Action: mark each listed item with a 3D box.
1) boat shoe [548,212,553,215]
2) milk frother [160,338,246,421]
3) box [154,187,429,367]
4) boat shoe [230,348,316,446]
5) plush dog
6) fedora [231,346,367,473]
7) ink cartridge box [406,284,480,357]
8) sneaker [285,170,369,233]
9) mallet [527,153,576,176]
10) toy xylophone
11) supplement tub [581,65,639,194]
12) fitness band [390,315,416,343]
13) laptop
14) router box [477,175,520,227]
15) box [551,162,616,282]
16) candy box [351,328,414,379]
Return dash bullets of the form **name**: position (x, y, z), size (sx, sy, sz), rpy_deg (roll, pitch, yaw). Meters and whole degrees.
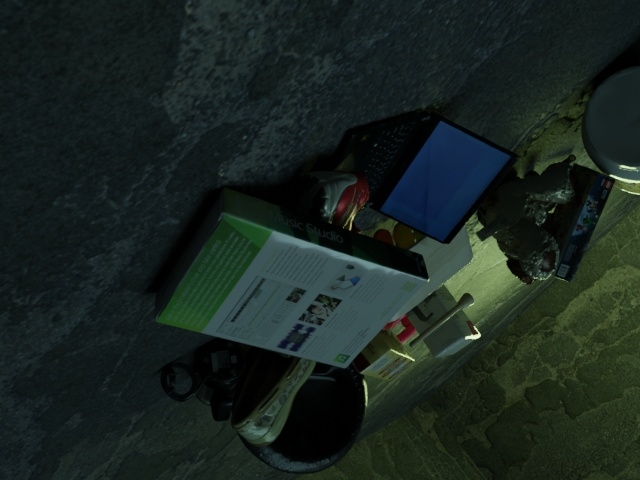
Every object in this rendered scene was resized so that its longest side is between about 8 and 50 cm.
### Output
- **boat shoe**: position (0.650, -0.042, 2.297), size (0.207, 0.073, 0.073), rpy_deg (-21, 157, -40)
- **milk frother**: position (-0.222, 0.260, 1.467), size (0.143, 0.129, 0.134), rpy_deg (13, 145, -7)
- **box**: position (-0.043, 0.066, 1.123), size (0.322, 0.058, 0.232), rpy_deg (18, 130, -27)
- **boat shoe**: position (-0.084, 0.248, 1.520), size (0.089, 0.105, 0.285), rpy_deg (50, 50, -43)
- **plush dog**: position (0.436, -0.034, 1.728), size (0.225, 0.211, 0.262), rpy_deg (51, 55, -62)
- **fedora**: position (-0.066, 0.336, 1.700), size (0.334, 0.334, 0.152), rpy_deg (-25, -170, -32)
- **ink cartridge box**: position (0.265, 0.162, 1.872), size (0.092, 0.218, 0.158), rpy_deg (-38, 161, 17)
- **sneaker**: position (0.000, 0.000, 1.193), size (0.118, 0.107, 0.279), rpy_deg (-12, 151, -30)
- **mallet**: position (0.557, -0.171, 1.916), size (0.190, 0.062, 0.039), rpy_deg (-41, 168, -38)
- **toy xylophone**: position (0.191, 0.067, 1.560), size (0.323, 0.081, 0.236), rpy_deg (-26, 114, -31)
- **supplement tub**: position (0.693, -0.232, 1.694), size (0.241, 0.241, 0.331), rpy_deg (-44, 160, 17)
- **fitness band**: position (0.216, 0.235, 2.203), size (0.209, 0.054, 0.291), rpy_deg (-21, 154, -38)
- **laptop**: position (0.130, -0.072, 1.236), size (0.264, 0.136, 0.234), rpy_deg (-21, 154, -39)
- **router box**: position (0.428, -0.087, 1.862), size (0.122, 0.038, 0.092), rpy_deg (-37, 159, -1)
- **box**: position (0.546, -0.042, 1.710), size (0.159, 0.044, 0.233), rpy_deg (-86, -165, -76)
- **candy box**: position (0.098, 0.205, 1.734), size (0.087, 0.183, 0.316), rpy_deg (-38, 161, 4)
